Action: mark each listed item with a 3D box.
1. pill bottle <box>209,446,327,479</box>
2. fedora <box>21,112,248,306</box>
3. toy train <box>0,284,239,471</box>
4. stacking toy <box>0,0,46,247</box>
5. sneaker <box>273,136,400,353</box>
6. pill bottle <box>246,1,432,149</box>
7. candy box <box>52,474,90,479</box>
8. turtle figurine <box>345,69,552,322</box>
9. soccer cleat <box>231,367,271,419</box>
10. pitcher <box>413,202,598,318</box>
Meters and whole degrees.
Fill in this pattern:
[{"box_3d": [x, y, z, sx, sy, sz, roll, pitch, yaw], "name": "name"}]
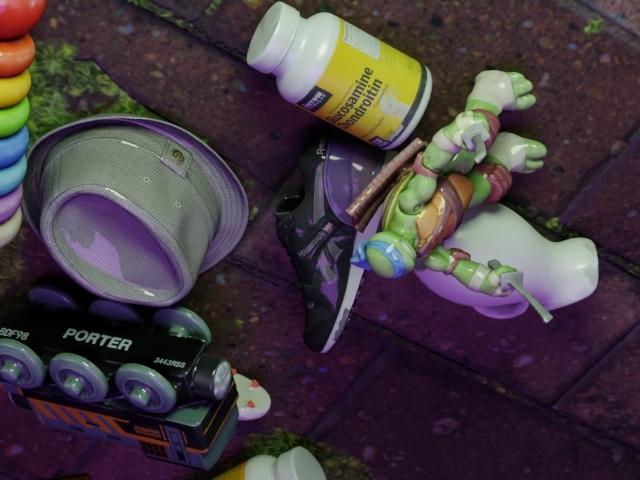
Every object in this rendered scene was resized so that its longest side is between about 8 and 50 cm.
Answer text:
[{"box_3d": [-0.096, 0.362, 1.908, 0.208, 0.117, 0.117, -30, 123, 20], "name": "pill bottle"}, {"box_3d": [-0.216, -0.013, 1.601, 0.243, 0.124, 0.275, -30, 123, 21], "name": "fedora"}, {"box_3d": [-0.252, 0.169, 1.694, 0.334, 0.142, 0.190, 8, 135, 21], "name": "toy train"}, {"box_3d": [-0.358, -0.150, 1.490, 0.141, 0.141, 0.330, 14, 123, -12], "name": "stacking toy"}, {"box_3d": [0.000, 0.000, 1.648, 0.124, 0.107, 0.283, 16, 121, 0], "name": "sneaker"}, {"box_3d": [0.019, -0.178, 1.490, 0.184, 0.103, 0.103, 25, 124, -20], "name": "pill bottle"}, {"box_3d": [-0.411, 0.387, 1.977, 0.206, 0.027, 0.105, -10, 126, 6], "name": "candy box"}, {"box_3d": [0.183, -0.048, 1.471, 0.198, 0.266, 0.274, 47, 142, -14], "name": "turtle figurine"}, {"box_3d": [-0.162, 0.202, 1.817, 0.196, 0.068, 0.076, 10, 133, -1], "name": "soccer cleat"}, {"box_3d": [0.196, 0.034, 1.664, 0.207, 0.125, 0.178, 16, 143, -27], "name": "pitcher"}]
